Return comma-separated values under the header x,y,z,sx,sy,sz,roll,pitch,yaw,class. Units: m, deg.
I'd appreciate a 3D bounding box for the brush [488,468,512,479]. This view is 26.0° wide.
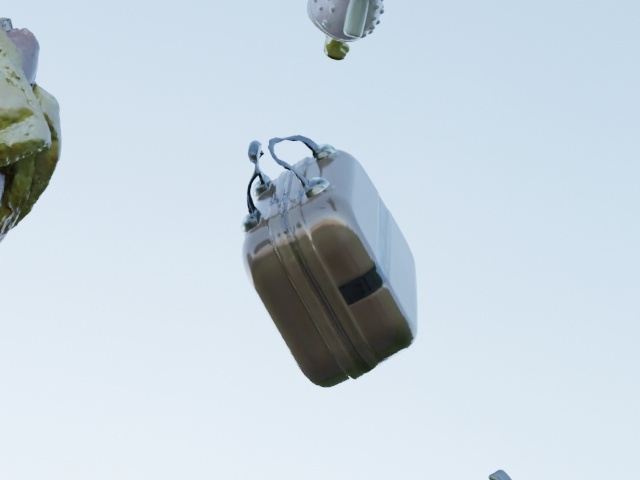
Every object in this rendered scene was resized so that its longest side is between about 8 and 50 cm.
x,y,z,sx,sy,sz,roll,pitch,yaw,class
0.218,0.297,1.300,0.027,0.190,0.034,-46,-15,21,brush

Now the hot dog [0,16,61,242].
x,y,z,sx,sy,sz,roll,pitch,yaw,class
-0.159,-0.051,0.681,0.061,0.169,0.078,-1,-35,6,hot dog

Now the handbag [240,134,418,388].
x,y,z,sx,sy,sz,roll,pitch,yaw,class
0.000,0.000,1.630,0.149,0.302,0.283,-29,-75,15,handbag

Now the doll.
x,y,z,sx,sy,sz,roll,pitch,yaw,class
0.043,-0.282,1.514,0.081,0.129,0.207,12,-34,-17,doll
